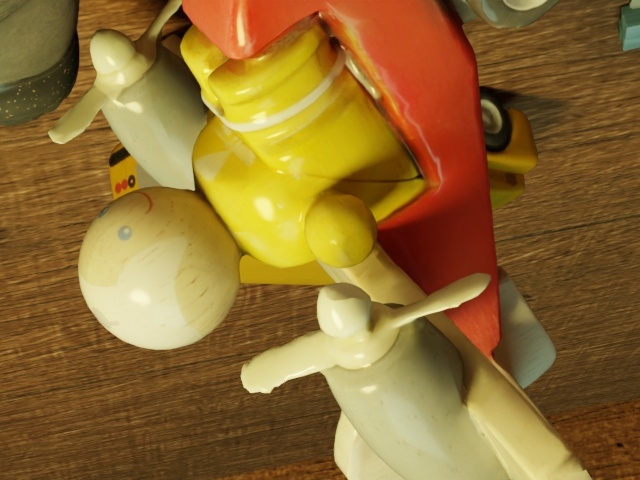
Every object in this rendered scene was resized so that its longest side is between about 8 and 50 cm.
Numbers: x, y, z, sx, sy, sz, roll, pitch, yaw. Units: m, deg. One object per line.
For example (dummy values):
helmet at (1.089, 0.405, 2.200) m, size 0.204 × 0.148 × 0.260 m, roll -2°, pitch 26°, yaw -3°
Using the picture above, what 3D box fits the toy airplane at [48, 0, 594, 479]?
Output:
toy airplane at (0.000, 0.000, 1.087) m, size 0.272 × 0.384 × 0.386 m, roll -21°, pitch 172°, yaw -17°

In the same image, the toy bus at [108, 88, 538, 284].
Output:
toy bus at (0.015, -0.040, 1.429) m, size 0.333 × 0.130 × 0.108 m, roll 3°, pitch 158°, yaw -41°

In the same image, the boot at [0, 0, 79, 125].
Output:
boot at (-0.278, -0.133, 0.995) m, size 0.338 × 0.118 × 0.223 m, roll -15°, pitch 158°, yaw -15°

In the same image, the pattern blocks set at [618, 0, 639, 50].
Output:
pattern blocks set at (0.277, -0.201, 1.264) m, size 0.285 × 0.026 × 0.325 m, roll -15°, pitch 164°, yaw 12°
